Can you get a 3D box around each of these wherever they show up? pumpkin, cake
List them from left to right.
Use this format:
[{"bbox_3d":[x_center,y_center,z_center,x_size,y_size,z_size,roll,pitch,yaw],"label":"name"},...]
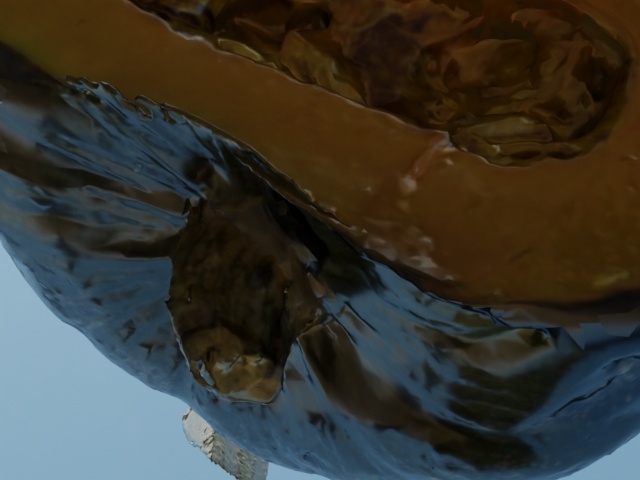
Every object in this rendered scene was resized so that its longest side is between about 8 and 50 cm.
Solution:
[{"bbox_3d":[-0.056,0.126,1.238,0.065,0.052,0.121,-51,-164,3],"label":"cake"},{"bbox_3d":[0.000,0.000,0.728,0.325,0.232,0.242,26,-131,16],"label":"pumpkin"}]
